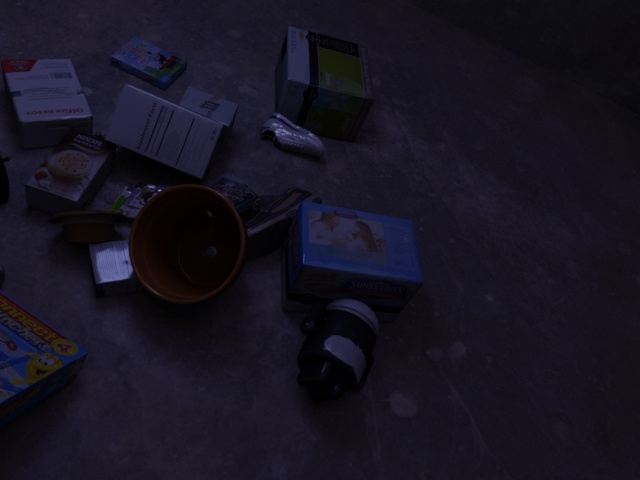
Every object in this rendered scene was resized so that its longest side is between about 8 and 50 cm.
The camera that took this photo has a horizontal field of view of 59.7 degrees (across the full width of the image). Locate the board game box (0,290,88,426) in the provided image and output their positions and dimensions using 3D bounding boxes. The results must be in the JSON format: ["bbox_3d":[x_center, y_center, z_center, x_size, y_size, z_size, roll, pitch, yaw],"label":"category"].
[{"bbox_3d":[-0.699,0.228,1.136,0.308,0.086,0.302,33,15,5],"label":"board game box"}]

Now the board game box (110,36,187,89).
[{"bbox_3d":[-0.610,-0.634,1.990,0.211,0.039,0.160,25,49,0],"label":"board game box"}]

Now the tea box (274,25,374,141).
[{"bbox_3d":[0.006,-0.579,2.072,0.324,0.220,0.329,9,51,-14],"label":"tea box"}]

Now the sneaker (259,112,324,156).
[{"bbox_3d":[-0.097,-0.347,1.950,0.235,0.090,0.095,29,61,7],"label":"sneaker"}]

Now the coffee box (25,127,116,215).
[{"bbox_3d":[-0.691,-0.185,1.560,0.141,0.098,0.246,20,49,-8],"label":"coffee box"}]

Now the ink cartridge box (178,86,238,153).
[{"bbox_3d":[-0.376,-0.394,1.833,0.176,0.128,0.127,19,49,-8],"label":"ink cartridge box"}]

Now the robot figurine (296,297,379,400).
[{"bbox_3d":[0.044,0.277,1.443,0.174,0.209,0.278,16,47,17],"label":"robot figurine"}]

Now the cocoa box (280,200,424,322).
[{"bbox_3d":[0.080,0.065,1.584,0.347,0.228,0.231,9,51,-15],"label":"cocoa box"}]

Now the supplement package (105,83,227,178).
[{"bbox_3d":[-0.450,-0.321,1.663,0.293,0.175,0.177,22,8,-8],"label":"supplement package"}]

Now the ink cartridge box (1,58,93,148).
[{"bbox_3d":[-0.822,-0.415,1.681,0.197,0.114,0.273,-12,58,-30],"label":"ink cartridge box"}]

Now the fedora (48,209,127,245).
[{"bbox_3d":[-0.600,-0.029,1.449,0.194,0.194,0.079,-3,84,-24],"label":"fedora"}]

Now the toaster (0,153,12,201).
[{"bbox_3d":[-0.891,-0.174,1.425,0.186,0.168,0.110,-14,59,-30],"label":"toaster"}]

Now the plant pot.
[{"bbox_3d":[-0.310,0.022,1.431,0.291,0.203,0.290,-1,81,7],"label":"plant pot"}]

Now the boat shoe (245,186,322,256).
[{"bbox_3d":[-0.146,-0.063,1.680,0.130,0.132,0.355,36,40,21],"label":"boat shoe"}]

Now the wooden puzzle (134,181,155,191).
[{"bbox_3d":[-0.510,-0.149,1.665,0.083,0.006,0.049,39,49,11],"label":"wooden puzzle"}]

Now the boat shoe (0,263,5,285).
[{"bbox_3d":[-0.893,0.118,1.244,0.119,0.121,0.335,37,38,19],"label":"boat shoe"}]

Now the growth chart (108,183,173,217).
[{"bbox_3d":[-0.475,-0.112,1.596,0.237,0.021,0.172,2,42,2],"label":"growth chart"}]

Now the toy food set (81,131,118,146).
[{"bbox_3d":[-0.653,-0.306,1.674,0.078,0.019,0.122,29,8,2],"label":"toy food set"}]

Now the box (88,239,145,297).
[{"bbox_3d":[-0.519,0.070,1.444,0.137,0.072,0.126,-8,57,-26],"label":"box"}]

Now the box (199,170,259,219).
[{"bbox_3d":[-0.311,-0.108,1.680,0.159,0.044,0.233,42,50,19],"label":"box"}]
